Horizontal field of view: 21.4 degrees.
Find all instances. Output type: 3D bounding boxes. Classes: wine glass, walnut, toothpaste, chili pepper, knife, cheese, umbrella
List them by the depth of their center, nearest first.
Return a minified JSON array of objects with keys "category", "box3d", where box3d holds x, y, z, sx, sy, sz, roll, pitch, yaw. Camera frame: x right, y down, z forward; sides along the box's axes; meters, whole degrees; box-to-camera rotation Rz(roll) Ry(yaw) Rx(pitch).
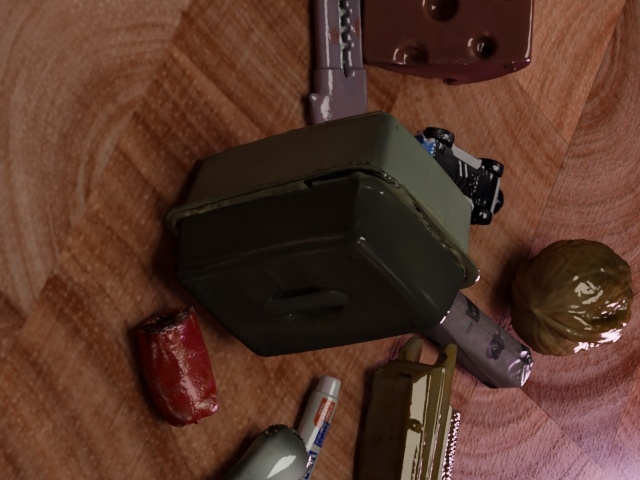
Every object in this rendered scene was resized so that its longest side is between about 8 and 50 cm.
[{"category":"chili pepper","box3d":[-0.147,0.134,1.749,0.070,0.073,0.123,-16,105,-3]},{"category":"wine glass","box3d":[-0.081,0.265,1.822,0.155,0.072,0.072,-36,117,-40]},{"category":"toothpaste","box3d":[-0.024,0.258,1.917,0.052,0.033,0.218,32,73,-39]},{"category":"knife","box3d":[0.022,-0.312,1.937,0.132,0.038,0.399,-5,96,-43]},{"category":"cheese","box3d":[0.165,-0.252,2.050,0.177,0.203,0.128,23,67,-78]},{"category":"umbrella","box3d":[0.152,0.091,2.070,0.337,0.073,0.067,38,45,-40]},{"category":"walnut","box3d":[0.325,0.076,2.204,0.184,0.155,0.155,-9,98,-45]}]

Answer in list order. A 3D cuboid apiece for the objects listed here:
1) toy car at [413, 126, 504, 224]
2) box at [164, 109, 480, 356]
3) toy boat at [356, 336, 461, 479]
[{"category":"toy car","box3d":[0.163,-0.074,2.076,0.170,0.070,0.080,27,72,-43]},{"category":"box","box3d":[0.000,0.000,1.747,0.220,0.290,0.166,46,45,-37]},{"category":"toy boat","box3d":[0.108,0.269,2.017,0.115,0.089,0.310,13,81,-50]}]
